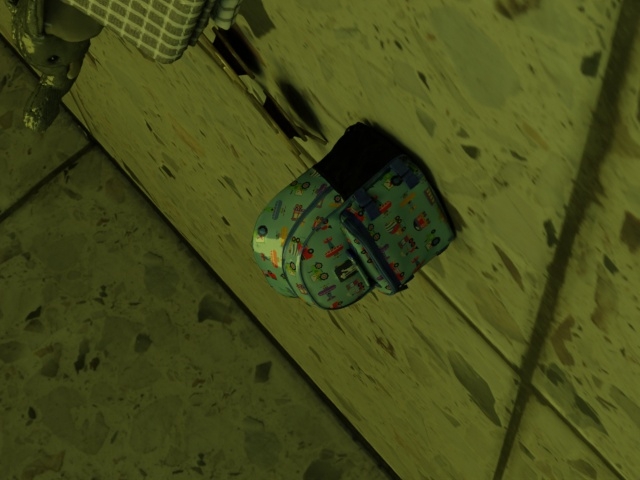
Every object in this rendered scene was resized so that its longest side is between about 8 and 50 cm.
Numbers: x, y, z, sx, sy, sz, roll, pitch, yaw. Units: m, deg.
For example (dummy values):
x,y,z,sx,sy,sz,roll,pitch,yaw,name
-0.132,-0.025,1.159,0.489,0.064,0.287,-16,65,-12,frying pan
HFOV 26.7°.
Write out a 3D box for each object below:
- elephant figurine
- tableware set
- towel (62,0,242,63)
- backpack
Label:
x,y,z,sx,sy,sz,roll,pitch,yaw,name
-0.297,-0.274,1.567,0.186,0.239,0.169,51,169,-1,elephant figurine
-0.071,-0.176,1.525,0.194,0.039,0.128,52,-178,24,tableware set
-0.185,-0.285,1.105,0.284,0.121,0.235,35,152,-1,towel
0.026,-0.005,1.341,0.117,0.173,0.158,40,164,43,backpack
